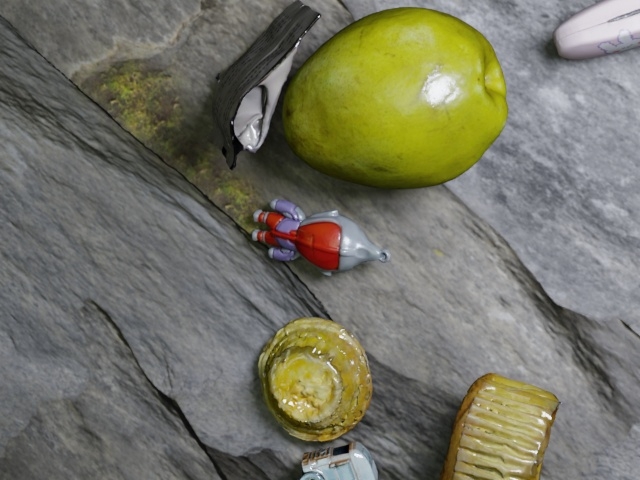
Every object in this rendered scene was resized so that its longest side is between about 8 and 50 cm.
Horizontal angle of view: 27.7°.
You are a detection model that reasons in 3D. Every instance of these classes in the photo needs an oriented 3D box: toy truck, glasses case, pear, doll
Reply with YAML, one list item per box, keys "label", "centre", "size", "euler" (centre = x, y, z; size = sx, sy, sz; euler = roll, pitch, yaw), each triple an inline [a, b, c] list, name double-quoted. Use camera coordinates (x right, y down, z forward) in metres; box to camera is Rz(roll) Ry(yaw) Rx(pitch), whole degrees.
- label: "toy truck"
  centre: [0.066, 0.423, 1.922]
  size: [0.140, 0.108, 0.257]
  euler: [-20, 90, 3]
- label: "glasses case"
  centre: [0.459, -0.311, 1.750]
  size: [0.296, 0.113, 0.075]
  euler: [-18, 87, 17]
- label: "pear"
  centre: [0.103, -0.191, 1.795]
  size: [0.307, 0.253, 0.253]
  euler: [-15, 90, 33]
- label: "doll"
  centre: [0.000, 0.000, 1.922]
  size: [0.227, 0.075, 0.102]
  euler: [11, 111, 25]

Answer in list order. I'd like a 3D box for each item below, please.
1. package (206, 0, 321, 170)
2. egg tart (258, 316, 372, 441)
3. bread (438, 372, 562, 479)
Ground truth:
- label: "package"
  centre: [-0.092, -0.234, 1.867]
  size: [0.062, 0.204, 0.251]
  euler: [28, 99, -21]
- label: "egg tart"
  centre: [-0.012, 0.212, 1.944]
  size: [0.191, 0.074, 0.191]
  euler: [1, 96, 14]
- label: "bread"
  centre: [0.244, 0.316, 1.797]
  size: [0.142, 0.227, 0.254]
  euler: [12, 104, 18]
